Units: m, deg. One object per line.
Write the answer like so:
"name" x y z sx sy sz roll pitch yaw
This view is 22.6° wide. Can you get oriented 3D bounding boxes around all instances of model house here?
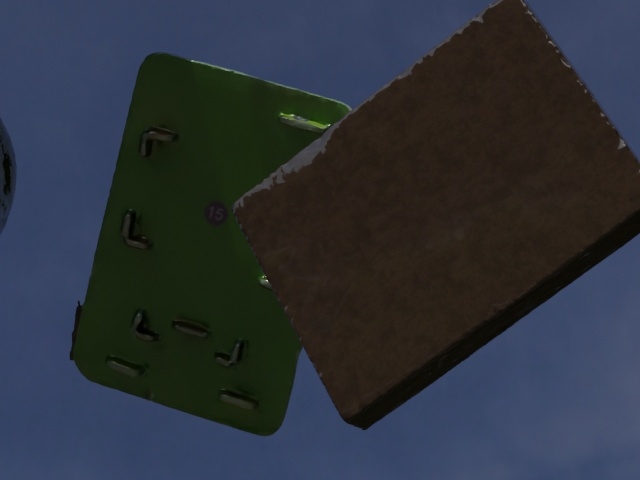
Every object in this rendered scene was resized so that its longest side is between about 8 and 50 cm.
"model house" 0.000 0.000 1.503 0.340 0.323 0.300 16 -78 11

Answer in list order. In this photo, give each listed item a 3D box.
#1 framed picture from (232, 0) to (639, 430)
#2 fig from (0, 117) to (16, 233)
"framed picture" 0.053 -0.014 0.717 0.168 0.128 0.023 -37 -31 14
"fig" -0.368 -0.079 1.378 0.203 0.203 0.235 6 -23 1
